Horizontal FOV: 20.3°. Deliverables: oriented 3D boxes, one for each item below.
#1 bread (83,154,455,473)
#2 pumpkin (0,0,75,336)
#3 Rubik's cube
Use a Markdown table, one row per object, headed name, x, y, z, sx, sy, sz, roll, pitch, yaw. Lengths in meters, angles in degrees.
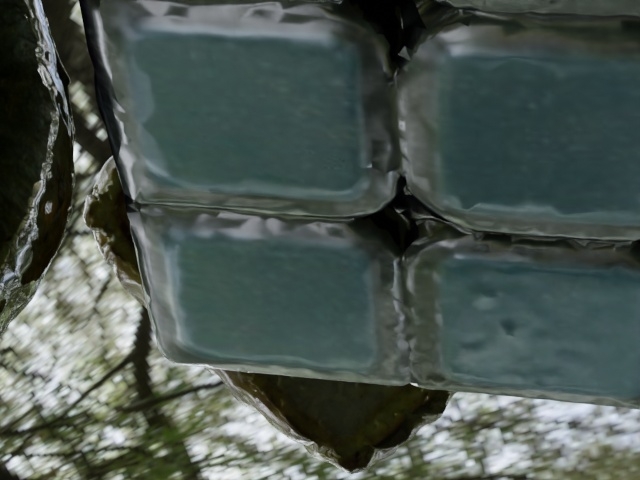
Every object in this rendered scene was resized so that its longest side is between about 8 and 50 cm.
| name | x | y | z | sx | sy | sz | roll | pitch | yaw |
| --- | --- | --- | --- | --- | --- | --- | --- | --- | --- |
| bread | 0.000 | 0.000 | 0.942 | 0.222 | 0.096 | 0.181 | 43 | -91 | 1 |
| pumpkin | -0.230 | -0.051 | 0.719 | 0.260 | 0.189 | 0.260 | 5 | -98 | -35 |
| Rubik's cube | 0.096 | -0.141 | 0.633 | 0.305 | 0.301 | 0.304 | 5 | -130 | 11 |
